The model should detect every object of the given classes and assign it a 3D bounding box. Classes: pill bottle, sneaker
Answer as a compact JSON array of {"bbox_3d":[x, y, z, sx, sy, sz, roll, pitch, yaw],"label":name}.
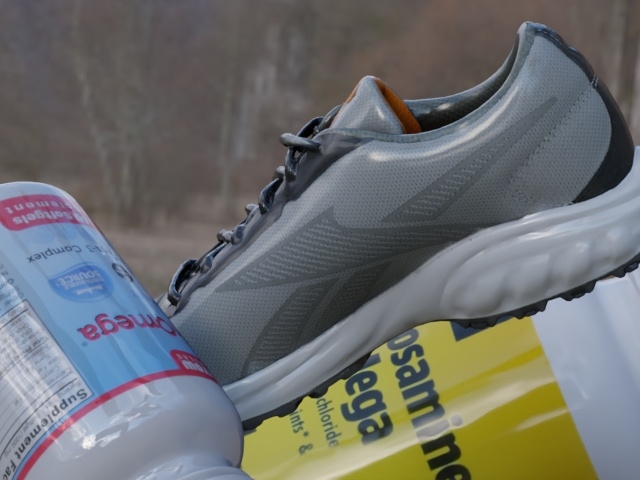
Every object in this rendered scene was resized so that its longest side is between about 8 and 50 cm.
[{"bbox_3d":[0.089,0.124,1.108,0.333,0.188,0.188,-24,-4,6],"label":"pill bottle"},{"bbox_3d":[0.000,0.000,0.774,0.271,0.108,0.100,-25,15,11],"label":"sneaker"},{"bbox_3d":[-0.083,0.060,0.670,0.087,0.087,0.160,6,36,-51],"label":"pill bottle"}]
